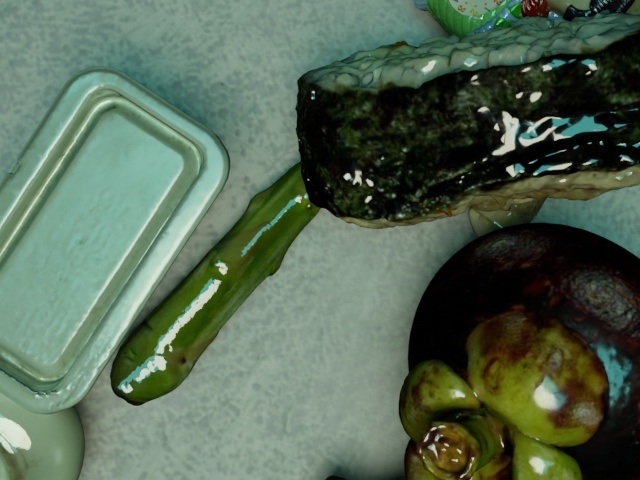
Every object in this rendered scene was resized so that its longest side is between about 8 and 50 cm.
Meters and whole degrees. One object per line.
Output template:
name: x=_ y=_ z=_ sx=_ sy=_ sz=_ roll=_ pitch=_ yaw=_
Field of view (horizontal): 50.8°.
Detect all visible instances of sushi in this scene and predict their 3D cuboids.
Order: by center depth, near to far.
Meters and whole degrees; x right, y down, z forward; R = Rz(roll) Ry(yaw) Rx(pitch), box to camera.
sushi: x=0.144 y=-0.110 z=0.649 sx=0.350 sy=0.211 sz=0.171 roll=-5 pitch=113 yaw=23

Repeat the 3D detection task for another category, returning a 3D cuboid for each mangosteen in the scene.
mangosteen: x=0.213 y=0.144 z=0.660 sx=0.297 sy=0.297 sz=0.313 roll=36 pitch=78 yaw=-1

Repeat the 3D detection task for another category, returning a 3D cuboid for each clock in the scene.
clock: x=0.228 y=-0.277 z=0.731 sx=0.195 sy=0.100 sz=0.194 roll=42 pitch=104 yaw=17

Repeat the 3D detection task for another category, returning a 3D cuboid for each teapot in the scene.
teapot: x=-0.410 y=0.219 z=0.718 sx=0.318 sy=0.149 sz=0.220 roll=8 pitch=98 yaw=-3

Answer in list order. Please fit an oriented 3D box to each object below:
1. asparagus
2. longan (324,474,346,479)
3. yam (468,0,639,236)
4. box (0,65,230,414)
asparagus: x=-0.105 y=0.039 z=0.760 sx=0.082 sy=0.085 sz=0.343 roll=38 pitch=83 yaw=13
longan: x=0.076 y=0.384 z=0.684 sx=0.300 sy=0.243 sz=0.300 roll=1 pitch=77 yaw=-3
yam: x=0.281 y=-0.149 z=0.770 sx=0.081 sy=0.081 sz=0.356 roll=34 pitch=88 yaw=-1
box: x=-0.229 y=0.001 z=0.707 sx=0.175 sy=0.182 sz=0.312 roll=33 pitch=89 yaw=0
